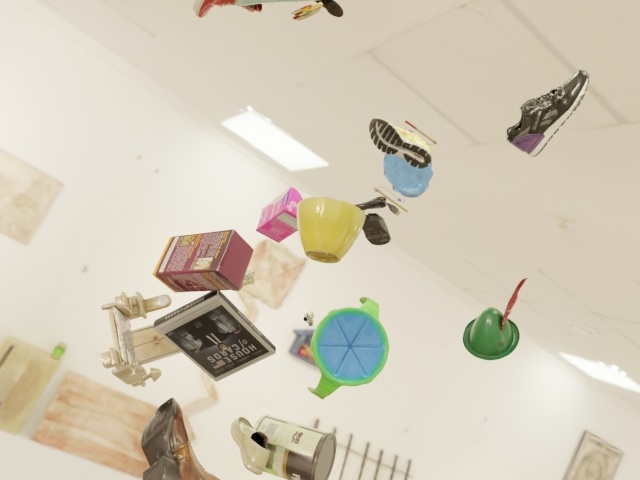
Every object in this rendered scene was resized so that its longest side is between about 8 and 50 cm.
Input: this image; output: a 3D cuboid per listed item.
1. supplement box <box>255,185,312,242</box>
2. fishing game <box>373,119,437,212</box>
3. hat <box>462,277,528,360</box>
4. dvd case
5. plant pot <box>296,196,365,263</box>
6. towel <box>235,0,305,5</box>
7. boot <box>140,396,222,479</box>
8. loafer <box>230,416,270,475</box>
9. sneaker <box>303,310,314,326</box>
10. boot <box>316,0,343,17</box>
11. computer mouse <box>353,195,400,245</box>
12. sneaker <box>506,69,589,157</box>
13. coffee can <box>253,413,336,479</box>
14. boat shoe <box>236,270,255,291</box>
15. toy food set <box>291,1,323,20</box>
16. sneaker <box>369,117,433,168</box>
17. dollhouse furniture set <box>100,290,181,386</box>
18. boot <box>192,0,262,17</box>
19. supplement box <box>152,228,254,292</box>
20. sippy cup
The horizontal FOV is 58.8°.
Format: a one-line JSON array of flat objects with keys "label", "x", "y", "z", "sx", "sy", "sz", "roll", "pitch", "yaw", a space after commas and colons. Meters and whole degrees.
[{"label": "supplement box", "x": -0.129, "y": -0.092, "z": 2.088, "sx": 0.114, "sy": 0.111, "sz": 0.220, "roll": 29, "pitch": -34, "yaw": -25}, {"label": "fishing game", "x": 0.266, "y": -0.223, "z": 1.741, "sx": 0.189, "sy": 0.264, "sz": 0.041, "roll": 28, "pitch": -16, "yaw": -23}, {"label": "hat", "x": 0.523, "y": 0.232, "z": 1.745, "sx": 0.173, "sy": 0.208, "sz": 0.183, "roll": 12, "pitch": -42, "yaw": 31}, {"label": "dvd case", "x": -0.242, "y": 0.227, "z": 1.326, "sx": 0.238, "sy": 0.179, "sz": 0.029, "roll": 53, "pitch": 16, "yaw": -34}, {"label": "plant pot", "x": 0.013, "y": -0.012, "z": 1.090, "sx": 0.134, "sy": 0.095, "sz": 0.134, "roll": 9, "pitch": -21, "yaw": 4}, {"label": "towel", "x": -0.058, "y": -0.761, "z": 1.441, "sx": 0.090, "sy": 0.374, "sz": 0.320, "roll": 58, "pitch": -31, "yaw": 21}, {"label": "boot", "x": -0.271, "y": 0.517, "z": 1.294, "sx": 0.280, "sy": 0.096, "sz": 0.264, "roll": 47, "pitch": 5, "yaw": -31}, {"label": "loafer", "x": -0.227, "y": 0.679, "z": 1.926, "sx": 0.102, "sy": 0.092, "sz": 0.268, "roll": 42, "pitch": -1, "yaw": -30}, {"label": "sneaker", "x": -0.045, "y": 0.280, "z": 2.027, "sx": 0.083, "sy": 0.037, "sz": 0.032, "roll": 92, "pitch": -24, "yaw": -48}, {"label": "boot", "x": 0.031, "y": -0.698, "z": 1.682, "sx": 0.106, "sy": 0.037, "sz": 0.114, "roll": 36, "pitch": 23, "yaw": -4}, {"label": "computer mouse", "x": 0.225, "y": -0.083, "z": 2.142, "sx": 0.184, "sy": 0.060, "sz": 0.262, "roll": -16, "pitch": -41, "yaw": 27}, {"label": "sneaker", "x": 0.660, "y": -0.387, "z": 1.671, "sx": 0.124, "sy": 0.283, "sz": 0.107, "roll": 30, "pitch": 30, "yaw": -2}, {"label": "coffee can", "x": -0.104, "y": 0.770, "z": 2.081, "sx": 0.275, "sy": 0.201, "sz": 0.201, "roll": 9, "pitch": -17, "yaw": 23}, {"label": "boat shoe", "x": -0.258, "y": 0.135, "z": 1.767, "sx": 0.135, "sy": 0.045, "sz": 0.050, "roll": -19, "pitch": 18, "yaw": -34}, {"label": "toy food set", "x": -0.036, "y": -0.572, "z": 1.420, "sx": 0.020, "sy": 0.083, "sz": 0.083, "roll": 65, "pitch": -5, "yaw": -29}, {"label": "sneaker", "x": 0.230, "y": -0.280, "z": 1.609, "sx": 0.208, "sy": 0.094, "sz": 0.081, "roll": 37, "pitch": -53, "yaw": 8}, {"label": "dollhouse furniture set", "x": -0.499, "y": 0.232, "z": 1.615, "sx": 0.355, "sy": 0.174, "sz": 0.303, "roll": 93, "pitch": -21, "yaw": -65}, {"label": "boot", "x": -0.283, "y": -0.742, "z": 1.775, "sx": 0.176, "sy": 0.088, "sz": 0.244, "roll": 39, "pitch": -42, "yaw": -18}, {"label": "supplement box", "x": -0.249, "y": 0.046, "z": 1.209, "sx": 0.188, "sy": 0.104, "sz": 0.081, "roll": -5, "pitch": -38, "yaw": 32}, {"label": "sippy cup", "x": 0.071, "y": 0.331, "z": 1.771, "sx": 0.224, "sy": 0.305, "sz": 0.240, "roll": 134, "pitch": -67, "yaw": -74}]
